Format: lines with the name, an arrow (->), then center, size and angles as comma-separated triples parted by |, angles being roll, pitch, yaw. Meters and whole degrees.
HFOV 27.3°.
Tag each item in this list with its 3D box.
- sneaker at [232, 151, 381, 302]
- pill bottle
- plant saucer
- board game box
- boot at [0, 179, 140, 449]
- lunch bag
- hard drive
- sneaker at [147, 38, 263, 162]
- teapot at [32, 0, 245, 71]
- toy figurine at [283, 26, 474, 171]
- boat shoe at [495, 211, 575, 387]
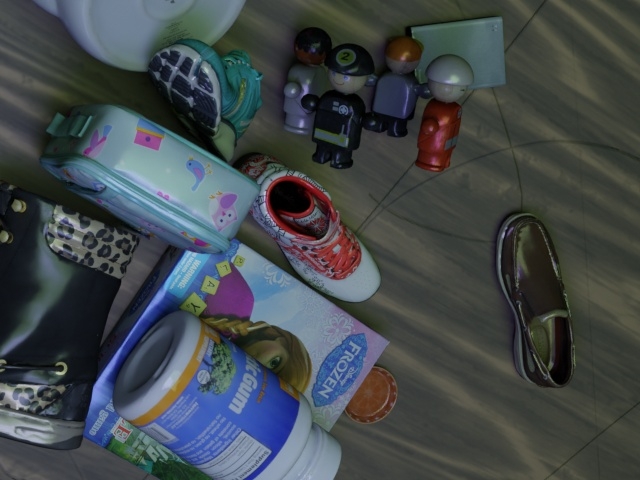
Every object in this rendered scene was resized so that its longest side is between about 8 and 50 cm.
sneaker -> -0.001, 0.000, 1.690 | 0.090, 0.145, 0.270 | -46, 113, -6
pill bottle -> -0.107, 0.218, 1.622 | 0.272, 0.152, 0.152 | 38, 87, -23
plant saucer -> 0.067, 0.214, 1.833 | 0.084, 0.013, 0.083 | -5, 104, -20
board game box -> -0.122, 0.177, 1.727 | 0.318, 0.066, 0.318 | 34, 89, -23
boot -> -0.416, 0.065, 1.558 | 0.378, 0.138, 0.284 | 22, 87, -12
lunch bag -> -0.210, -0.074, 1.530 | 0.224, 0.279, 0.107 | 28, 82, -21
hard drive -> 0.182, -0.247, 1.770 | 0.135, 0.022, 0.094 | -10, 105, -18
sneaker -> -0.126, -0.185, 1.557 | 0.107, 0.275, 0.110 | 40, 84, 9
teapot -> -0.209, -0.335, 1.528 | 0.256, 0.187, 0.252 | 18, 117, -48
toy figurine -> 0.065, -0.185, 1.639 | 0.213, 0.209, 0.148 | 1, 113, -20
boat shoe -> 0.315, 0.087, 1.853 | 0.095, 0.095, 0.257 | -19, 107, -16
